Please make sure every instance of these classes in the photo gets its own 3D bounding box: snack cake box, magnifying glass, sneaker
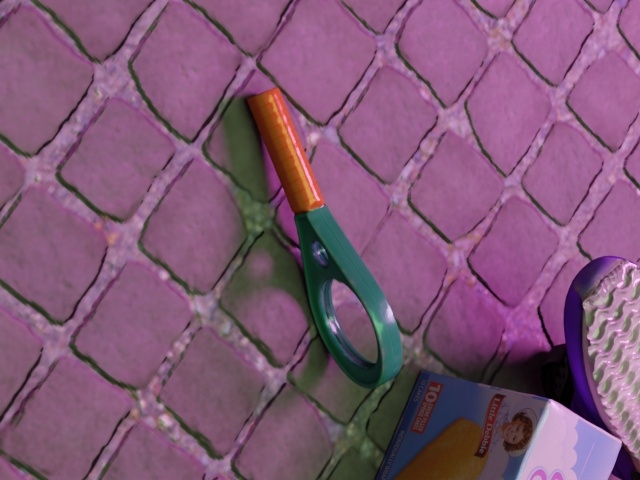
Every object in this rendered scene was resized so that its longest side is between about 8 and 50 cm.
[{"bbox_3d":[0.101,0.243,1.155,0.089,0.152,0.264,31,76,-31],"label":"snack cake box"},{"bbox_3d":[0.000,0.000,1.118,0.026,0.092,0.231,-23,96,-26],"label":"magnifying glass"},{"bbox_3d":[0.227,0.112,1.229,0.102,0.146,0.293,-44,132,-16],"label":"sneaker"}]
